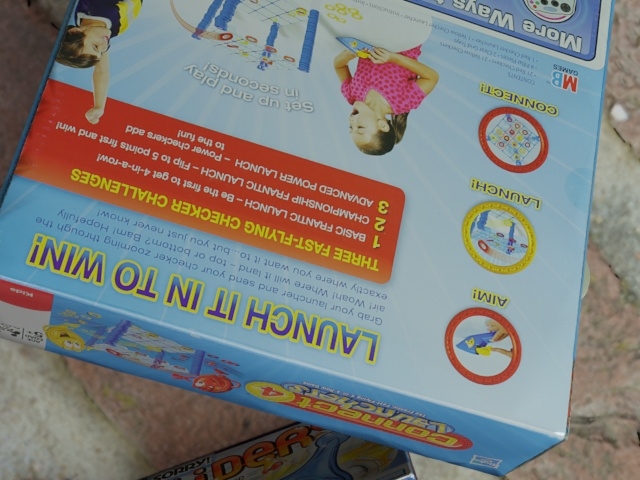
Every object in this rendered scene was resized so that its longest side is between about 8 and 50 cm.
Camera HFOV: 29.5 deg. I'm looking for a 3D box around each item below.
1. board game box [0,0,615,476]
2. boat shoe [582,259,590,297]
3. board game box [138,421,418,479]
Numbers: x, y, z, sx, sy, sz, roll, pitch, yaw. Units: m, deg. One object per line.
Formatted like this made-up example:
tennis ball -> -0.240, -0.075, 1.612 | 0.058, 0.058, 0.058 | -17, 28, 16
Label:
board game box -> -0.001, -0.056, 0.690 | 0.308, 0.086, 0.302 | 17, 63, -8
boat shoe -> -0.001, 0.003, 0.787 | 0.340, 0.127, 0.113 | 11, 136, -13
board game box -> -0.036, 0.174, 0.814 | 0.201, 0.136, 0.035 | -21, 106, 1
